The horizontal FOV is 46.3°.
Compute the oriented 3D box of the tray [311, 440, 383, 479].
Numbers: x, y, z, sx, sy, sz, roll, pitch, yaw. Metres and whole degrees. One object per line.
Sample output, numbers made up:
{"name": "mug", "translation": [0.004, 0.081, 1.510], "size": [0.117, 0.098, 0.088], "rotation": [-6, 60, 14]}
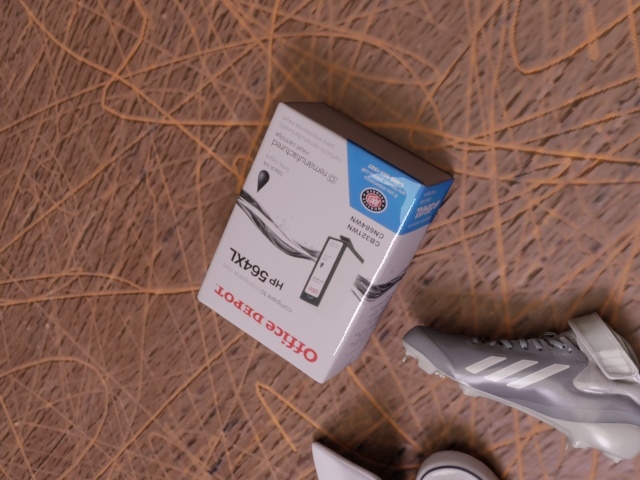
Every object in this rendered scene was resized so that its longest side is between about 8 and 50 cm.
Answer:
{"name": "tray", "translation": [0.061, 0.326, 0.701], "size": [0.145, 0.030, 0.270], "rotation": [-3, 102, 67]}

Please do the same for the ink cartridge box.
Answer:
{"name": "ink cartridge box", "translation": [0.000, 0.000, 0.663], "size": [0.148, 0.086, 0.203], "rotation": [32, 112, 17]}

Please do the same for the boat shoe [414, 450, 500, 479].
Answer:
{"name": "boat shoe", "translation": [0.135, 0.322, 0.652], "size": [0.096, 0.088, 0.267], "rotation": [-7, 98, 17]}

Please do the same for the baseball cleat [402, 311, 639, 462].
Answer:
{"name": "baseball cleat", "translation": [0.175, 0.095, 0.617], "size": [0.206, 0.072, 0.109], "rotation": [24, 96, 15]}
